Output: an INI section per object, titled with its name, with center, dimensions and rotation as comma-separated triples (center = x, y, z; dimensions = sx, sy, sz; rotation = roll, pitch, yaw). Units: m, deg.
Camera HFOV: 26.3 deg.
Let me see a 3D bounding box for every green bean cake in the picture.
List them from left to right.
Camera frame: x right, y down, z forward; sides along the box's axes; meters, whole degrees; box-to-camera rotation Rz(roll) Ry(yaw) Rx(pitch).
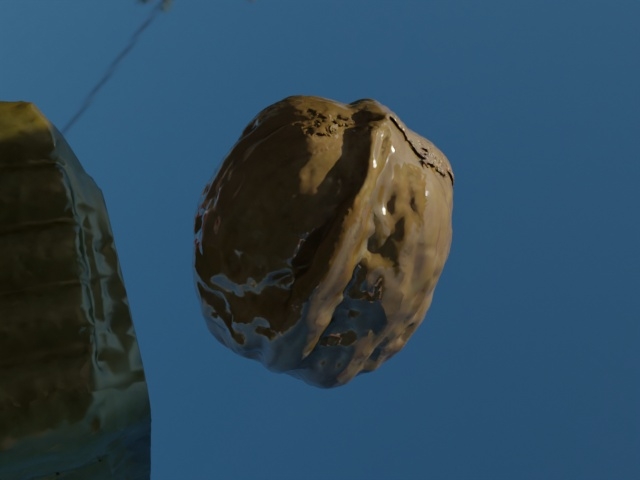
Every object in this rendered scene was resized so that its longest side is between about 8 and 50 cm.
[green bean cake]
center = -0.179, 0.058, 0.802
dimensions = 0.124, 0.236, 0.233
rotation = -12, -117, -13

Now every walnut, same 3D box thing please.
[walnut]
center = 0.000, 0.000, 1.038
dimensions = 0.245, 0.198, 0.198
rotation = -63, -149, 33
